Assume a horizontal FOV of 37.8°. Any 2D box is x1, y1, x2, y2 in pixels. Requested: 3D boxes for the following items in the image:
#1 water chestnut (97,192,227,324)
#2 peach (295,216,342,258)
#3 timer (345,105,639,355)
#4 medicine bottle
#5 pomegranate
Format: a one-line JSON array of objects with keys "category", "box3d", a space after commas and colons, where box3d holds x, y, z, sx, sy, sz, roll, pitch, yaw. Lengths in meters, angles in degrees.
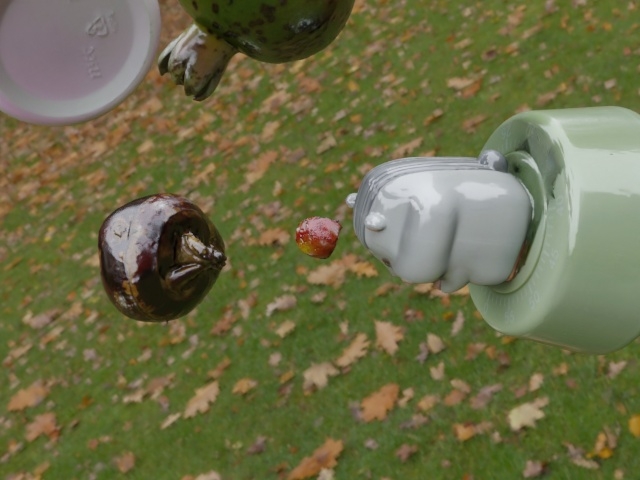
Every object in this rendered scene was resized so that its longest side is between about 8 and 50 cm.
[{"category": "water chestnut", "box3d": [-0.261, 0.028, 1.578, 0.238, 0.223, 0.223, 10, 47, 40]}, {"category": "peach", "box3d": [0.000, 0.000, 1.494, 0.083, 0.077, 0.050, -3, 48, 28]}, {"category": "timer", "box3d": [0.186, -0.019, 1.049, 0.316, 0.290, 0.291, 3, 20, -18]}, {"category": "medicine bottle", "box3d": [-0.228, -0.201, 0.683, 0.133, 0.133, 0.274, -35, 48, -8]}, {"category": "pomegranate", "box3d": [-0.078, -0.259, 0.993, 0.247, 0.202, 0.202, -55, 23, 12]}]
